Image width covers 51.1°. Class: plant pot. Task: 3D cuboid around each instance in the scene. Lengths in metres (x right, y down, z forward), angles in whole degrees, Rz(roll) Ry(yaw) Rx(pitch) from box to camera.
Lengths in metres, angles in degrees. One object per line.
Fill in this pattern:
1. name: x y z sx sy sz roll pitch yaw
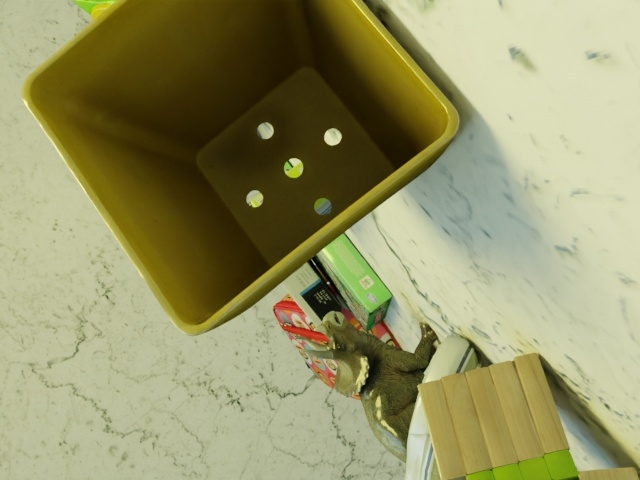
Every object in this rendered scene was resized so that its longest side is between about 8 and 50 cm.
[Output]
1. plant pot: -0.042 -0.075 0.506 0.212 0.212 0.187 53 -175 11

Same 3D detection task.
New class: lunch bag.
1. lunch bag: 0.027 0.179 1.332 0.258 0.120 0.293 59 158 -12

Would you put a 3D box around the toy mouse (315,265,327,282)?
1. toy mouse: 0.040 0.113 1.422 0.143 0.031 0.161 54 173 7

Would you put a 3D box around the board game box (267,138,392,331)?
1. board game box: 0.000 0.000 1.115 0.317 0.046 0.213 53 172 14

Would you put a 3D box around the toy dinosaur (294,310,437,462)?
1. toy dinosaur: 0.119 0.217 0.891 0.313 0.160 0.121 53 173 16

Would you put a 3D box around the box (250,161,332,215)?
1. box: -0.026 -0.045 0.831 0.042 0.109 0.178 50 172 8

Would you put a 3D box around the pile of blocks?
1. pile of blocks: 0.211 0.253 0.517 0.362 0.149 0.112 49 170 35

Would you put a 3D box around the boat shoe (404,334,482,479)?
1. boat shoe: 0.152 0.258 0.762 0.094 0.302 0.109 13 -166 24

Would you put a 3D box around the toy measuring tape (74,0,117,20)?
1. toy measuring tape: -0.312 -0.386 1.224 0.121 0.121 0.330 51 -172 28

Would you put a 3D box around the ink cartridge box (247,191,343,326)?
1. ink cartridge box: -0.072 0.015 1.251 0.165 0.065 0.332 52 179 -30
